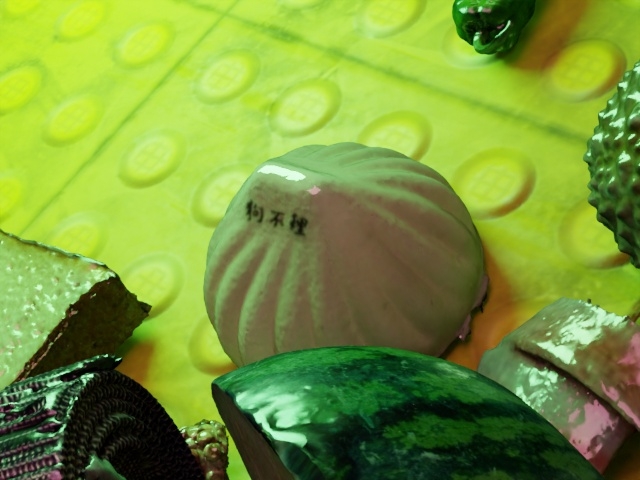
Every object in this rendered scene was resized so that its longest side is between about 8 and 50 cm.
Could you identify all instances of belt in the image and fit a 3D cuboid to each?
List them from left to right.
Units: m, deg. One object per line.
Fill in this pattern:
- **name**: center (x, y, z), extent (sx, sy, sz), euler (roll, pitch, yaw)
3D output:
- **belt**: center (-0.142, 0.250, 0.906), extent (0.122, 0.325, 0.260), euler (-18, 13, 11)

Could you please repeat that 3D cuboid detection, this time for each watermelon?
- **watermelon**: center (0.069, 0.165, 0.917), extent (0.222, 0.319, 0.292), euler (-22, 57, -10)

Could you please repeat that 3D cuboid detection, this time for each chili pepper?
- **chili pepper**: center (0.203, -0.277, 1.315), extent (0.100, 0.074, 0.257), euler (11, 59, 34)

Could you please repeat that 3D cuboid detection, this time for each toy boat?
- **toy boat**: center (0.163, 0.181, 0.975), extent (0.206, 0.096, 0.282), euler (25, 81, 45)

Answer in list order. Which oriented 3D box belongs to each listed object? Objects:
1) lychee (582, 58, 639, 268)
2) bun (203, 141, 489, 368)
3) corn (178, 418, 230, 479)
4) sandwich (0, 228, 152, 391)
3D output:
- **lychee**: center (0.328, -0.059, 0.952), extent (0.274, 0.255, 0.255), euler (-4, 52, 32)
- **bun**: center (0.000, 0.000, 1.128), extent (0.263, 0.175, 0.263), euler (-15, 48, 18)
- **corn**: center (-0.198, 0.246, 1.084), extent (0.290, 0.098, 0.098), euler (-29, 46, -3)
- **sandwich**: center (-0.351, 0.130, 1.253), extent (0.271, 0.099, 0.301), euler (18, 66, 42)
